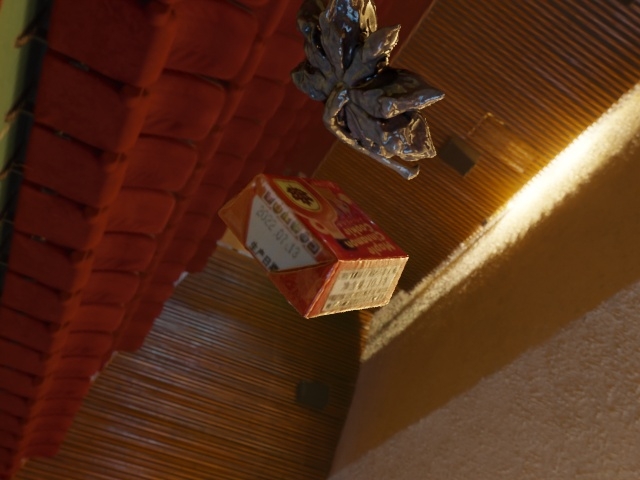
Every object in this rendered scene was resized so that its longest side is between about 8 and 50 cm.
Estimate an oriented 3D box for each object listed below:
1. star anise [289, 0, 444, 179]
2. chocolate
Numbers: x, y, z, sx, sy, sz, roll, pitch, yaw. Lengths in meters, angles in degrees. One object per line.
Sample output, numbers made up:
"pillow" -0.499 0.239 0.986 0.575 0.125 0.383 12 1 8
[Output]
"star anise" 0.045 -0.157 0.648 0.081 0.262 0.230 -42 -137 -22
"chocolate" 0.000 0.000 0.946 0.234 0.237 0.108 49 -65 27
